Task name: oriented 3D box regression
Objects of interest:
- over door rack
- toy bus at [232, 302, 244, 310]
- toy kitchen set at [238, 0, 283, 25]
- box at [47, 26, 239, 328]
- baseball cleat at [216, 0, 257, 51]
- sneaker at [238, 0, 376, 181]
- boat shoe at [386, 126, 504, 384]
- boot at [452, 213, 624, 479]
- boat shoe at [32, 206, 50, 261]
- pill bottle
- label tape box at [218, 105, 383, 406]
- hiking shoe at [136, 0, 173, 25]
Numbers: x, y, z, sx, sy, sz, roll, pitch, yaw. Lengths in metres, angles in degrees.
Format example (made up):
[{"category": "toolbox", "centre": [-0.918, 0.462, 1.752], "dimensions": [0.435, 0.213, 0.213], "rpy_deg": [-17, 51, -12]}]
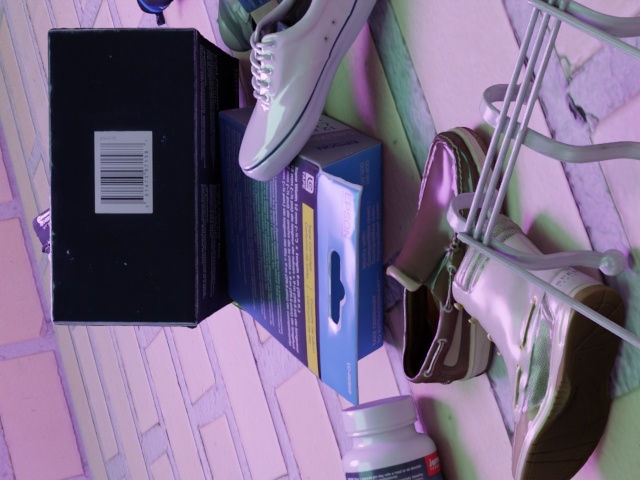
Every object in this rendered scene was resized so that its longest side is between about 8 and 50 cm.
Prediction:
[{"category": "over door rack", "centre": [0.244, -0.023, 0.813], "dimensions": [0.324, 0.108, 0.239], "rpy_deg": [43, 141, 31]}, {"category": "toy bus", "centre": [-0.175, 0.009, 1.736], "dimensions": [0.104, 0.191, 0.202], "rpy_deg": [-59, 24, -10]}, {"category": "toy kitchen set", "centre": [-0.021, -0.309, 1.297], "dimensions": [0.122, 0.166, 0.207], "rpy_deg": [61, -174, 20]}, {"category": "box", "centre": [-0.210, -0.076, 1.472], "dimensions": [0.312, 0.179, 0.343], "rpy_deg": [-18, -72, -84]}, {"category": "baseball cleat", "centre": [-0.098, -0.344, 1.471], "dimensions": [0.109, 0.072, 0.206], "rpy_deg": [-6, 100, 52]}, {"category": "sneaker", "centre": [-0.036, -0.188, 1.224], "dimensions": [0.258, 0.091, 0.094], "rpy_deg": [-64, 32, 11]}, {"category": "boat shoe", "centre": [0.113, 0.023, 1.112], "dimensions": [0.095, 0.095, 0.257], "rpy_deg": [30, 128, 59]}, {"category": "boot", "centre": [0.178, 0.100, 1.031], "dimensions": [0.165, 0.077, 0.213], "rpy_deg": [44, 134, 51]}, {"category": "boat shoe", "centre": [-0.294, -0.074, 1.743], "dimensions": [0.091, 0.302, 0.114], "rpy_deg": [57, 179, 14]}, {"category": "pill bottle", "centre": [0.082, 0.266, 1.281], "dimensions": [0.108, 0.108, 0.180], "rpy_deg": [-20, 82, 66]}, {"category": "label tape box", "centre": [0.000, 0.000, 1.339], "dimensions": [0.347, 0.115, 0.249], "rpy_deg": [32, 129, 56]}, {"category": "hiking shoe", "centre": [-0.286, -0.481, 1.748], "dimensions": [0.132, 0.113, 0.304], "rpy_deg": [-40, 64, 63]}]
